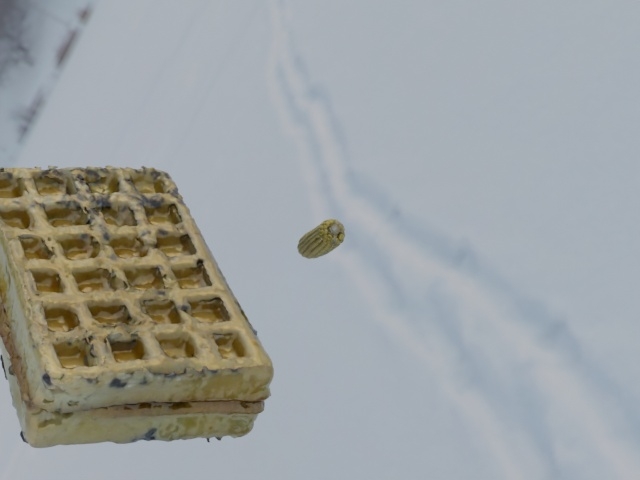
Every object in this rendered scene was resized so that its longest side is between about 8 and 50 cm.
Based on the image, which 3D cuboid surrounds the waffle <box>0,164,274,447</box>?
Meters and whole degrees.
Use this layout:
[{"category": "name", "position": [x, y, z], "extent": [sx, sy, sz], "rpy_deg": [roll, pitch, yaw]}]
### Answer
[{"category": "waffle", "position": [-0.235, 0.062, 1.606], "extent": [0.376, 0.260, 0.114], "rpy_deg": [58, 141, 44]}]

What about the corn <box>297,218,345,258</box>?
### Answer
[{"category": "corn", "position": [0.000, 0.000, 1.772], "extent": [0.092, 0.037, 0.037], "rpy_deg": [-27, 37, 64]}]
